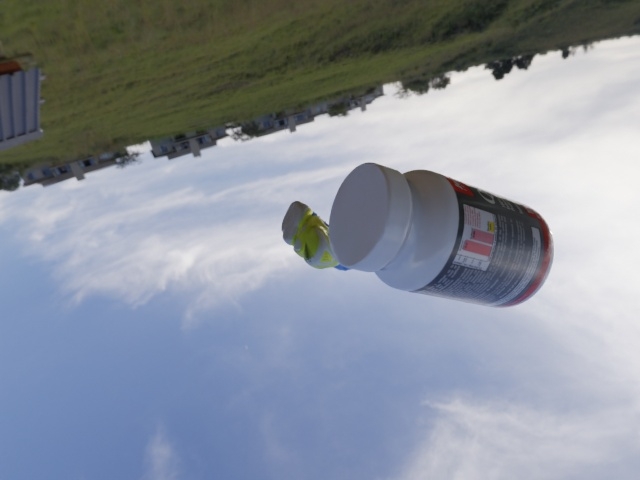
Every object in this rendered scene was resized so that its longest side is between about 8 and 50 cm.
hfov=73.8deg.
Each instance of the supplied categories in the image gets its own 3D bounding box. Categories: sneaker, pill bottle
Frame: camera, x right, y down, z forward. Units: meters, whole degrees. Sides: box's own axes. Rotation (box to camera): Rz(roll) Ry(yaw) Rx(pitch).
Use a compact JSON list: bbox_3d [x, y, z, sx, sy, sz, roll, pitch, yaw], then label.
[{"bbox_3d":[0.000,0.000,0.895,0.126,0.091,0.240,23,-161,-29],"label":"sneaker"},{"bbox_3d":[0.212,-0.005,0.751,0.362,0.210,0.210,13,-161,-28],"label":"pill bottle"}]
